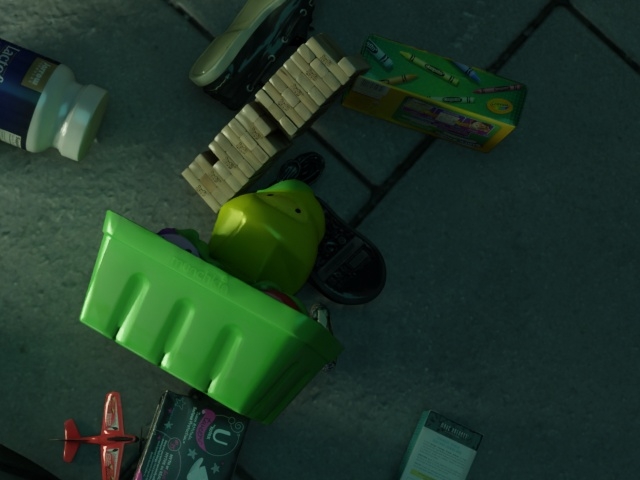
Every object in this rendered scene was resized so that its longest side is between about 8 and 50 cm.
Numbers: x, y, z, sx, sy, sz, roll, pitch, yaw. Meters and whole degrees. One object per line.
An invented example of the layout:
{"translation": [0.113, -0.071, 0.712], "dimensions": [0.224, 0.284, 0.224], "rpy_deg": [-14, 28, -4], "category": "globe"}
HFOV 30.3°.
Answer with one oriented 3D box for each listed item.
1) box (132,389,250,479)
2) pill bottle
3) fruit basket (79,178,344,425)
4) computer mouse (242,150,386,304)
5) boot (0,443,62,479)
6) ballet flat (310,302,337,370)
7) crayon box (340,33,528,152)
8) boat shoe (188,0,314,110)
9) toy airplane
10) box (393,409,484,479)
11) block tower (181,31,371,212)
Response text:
{"translation": [-0.214, 0.371, 1.817], "dimensions": [0.142, 0.163, 0.247], "rpy_deg": [20, 77, -7], "category": "box"}
{"translation": [-0.485, -0.231, 1.890], "dimensions": [0.265, 0.153, 0.153], "rpy_deg": [21, 78, -4], "category": "pill bottle"}
{"translation": [-0.122, 0.047, 1.770], "dimensions": [0.392, 0.283, 0.391], "rpy_deg": [-3, 75, 10], "category": "fruit basket"}
{"translation": [0.000, 0.000, 1.964], "dimensions": [0.188, 0.072, 0.272], "rpy_deg": [-38, 78, -18], "category": "computer mouse"}
{"translation": [-0.458, 0.424, 1.694], "dimensions": [0.118, 0.338, 0.222], "rpy_deg": [23, 72, 26], "category": "boot"}
{"translation": [0.004, 0.158, 1.948], "dimensions": [0.041, 0.041, 0.114], "rpy_deg": [-8, 82, -9], "category": "ballet flat"}
{"translation": [0.186, -0.242, 1.978], "dimensions": [0.279, 0.165, 0.081], "rpy_deg": [17, 77, -5], "category": "crayon box"}
{"translation": [-0.073, -0.355, 1.994], "dimensions": [0.113, 0.127, 0.340], "rpy_deg": [48, 67, -28], "category": "boat shoe"}
{"translation": [-0.350, 0.317, 1.864], "dimensions": [0.151, 0.028, 0.151], "rpy_deg": [-1, 77, 6], "category": "toy airplane"}
{"translation": [0.168, 0.405, 1.916], "dimensions": [0.101, 0.060, 0.244], "rpy_deg": [26, 78, -3], "category": "box"}
{"translation": [-0.074, -0.193, 1.893], "dimensions": [0.335, 0.091, 0.097], "rpy_deg": [-42, 89, 22], "category": "block tower"}
